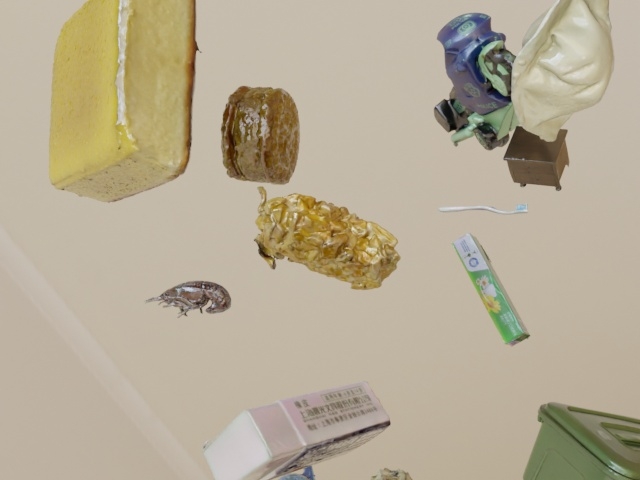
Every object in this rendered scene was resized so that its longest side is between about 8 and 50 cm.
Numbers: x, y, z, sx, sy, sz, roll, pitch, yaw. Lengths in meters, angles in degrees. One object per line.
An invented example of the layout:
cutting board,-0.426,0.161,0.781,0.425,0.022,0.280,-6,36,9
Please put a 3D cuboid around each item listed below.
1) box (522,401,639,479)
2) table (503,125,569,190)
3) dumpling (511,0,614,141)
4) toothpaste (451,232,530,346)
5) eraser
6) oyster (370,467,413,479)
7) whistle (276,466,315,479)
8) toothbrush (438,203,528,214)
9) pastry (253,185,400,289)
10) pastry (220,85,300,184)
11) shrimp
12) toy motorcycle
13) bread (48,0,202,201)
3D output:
box,0.553,0.441,1.535,0.328,0.178,0.253,16,-165,-28
table,0.349,-0.127,1.311,0.070,0.083,0.082,-64,-36,-26
dumpling,0.286,-0.215,1.001,0.155,0.111,0.181,-3,-87,-38
toothpaste,0.259,0.074,1.254,0.043,0.037,0.179,17,-136,-60
eraser,-0.029,0.292,1.237,0.287,0.130,0.086,-1,-126,-51
oyster,0.094,0.406,1.127,0.072,0.132,0.209,85,-155,-53
whistle,-0.046,0.434,1.419,0.090,0.090,0.158,60,180,-12
toothbrush,0.209,-0.040,1.073,0.011,0.131,0.013,24,-107,-47
pastry,0.000,0.000,1.328,0.249,0.154,0.103,20,-112,-13
pastry,-0.105,-0.188,1.487,0.188,0.103,0.189,4,-90,-75
shrimp,-0.240,0.107,1.491,0.056,0.165,0.065,-46,-54,-69
toy motorcycle,0.271,-0.263,1.386,0.196,0.125,0.331,54,177,10
bread,-0.326,-0.244,1.353,0.143,0.333,0.324,8,-100,-36
